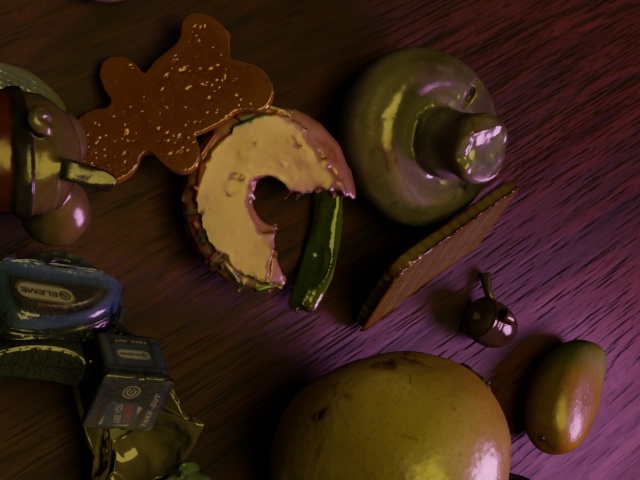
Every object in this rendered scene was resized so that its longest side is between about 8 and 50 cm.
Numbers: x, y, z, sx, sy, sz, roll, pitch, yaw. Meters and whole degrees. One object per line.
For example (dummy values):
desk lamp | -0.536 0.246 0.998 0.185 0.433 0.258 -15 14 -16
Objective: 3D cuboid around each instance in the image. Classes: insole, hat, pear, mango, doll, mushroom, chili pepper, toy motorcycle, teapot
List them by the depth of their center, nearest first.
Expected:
doll | -0.383 -0.082 1.231 0.330 0.174 0.235 -1 70 -22
toy motorcycle | -0.344 0.100 1.264 0.358 0.212 0.125 7 126 -30
insole | -0.363 -0.174 1.362 0.188 0.004 0.064 26 76 -34
hat | -0.227 0.205 1.445 0.147 0.085 0.175 -20 80 -22
pear | 0.089 0.285 1.529 0.309 0.309 0.309 -2 93 -36
mushroom | 0.154 -0.135 1.601 0.243 0.243 0.243 -2 93 -36
chili pepper | 0.000 0.000 1.603 0.052 0.050 0.201 10 80 3
teapot | 0.254 0.098 1.775 0.080 0.085 0.110 29 55 -34
mango | 0.374 0.232 1.854 0.194 0.092 0.130 -48 116 -29

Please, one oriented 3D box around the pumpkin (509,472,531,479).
pumpkin | 0.240 0.452 1.698 0.303 0.225 0.256 -30 113 -37

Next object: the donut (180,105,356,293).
donut | -0.079 -0.061 1.513 0.199 0.085 0.233 48 70 -20

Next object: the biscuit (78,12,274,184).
biscuit | -0.188 -0.154 1.439 0.250 0.036 0.165 -39 87 -14

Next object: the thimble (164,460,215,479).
thimble | -0.153 0.377 1.425 0.149 0.185 0.211 -30 94 -33

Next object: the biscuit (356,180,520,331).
biscuit | 0.154 0.019 1.657 0.254 0.172 0.029 -34 75 -31

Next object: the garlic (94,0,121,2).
garlic | -0.256 -0.313 1.395 0.152 0.066 0.084 39 68 -28
